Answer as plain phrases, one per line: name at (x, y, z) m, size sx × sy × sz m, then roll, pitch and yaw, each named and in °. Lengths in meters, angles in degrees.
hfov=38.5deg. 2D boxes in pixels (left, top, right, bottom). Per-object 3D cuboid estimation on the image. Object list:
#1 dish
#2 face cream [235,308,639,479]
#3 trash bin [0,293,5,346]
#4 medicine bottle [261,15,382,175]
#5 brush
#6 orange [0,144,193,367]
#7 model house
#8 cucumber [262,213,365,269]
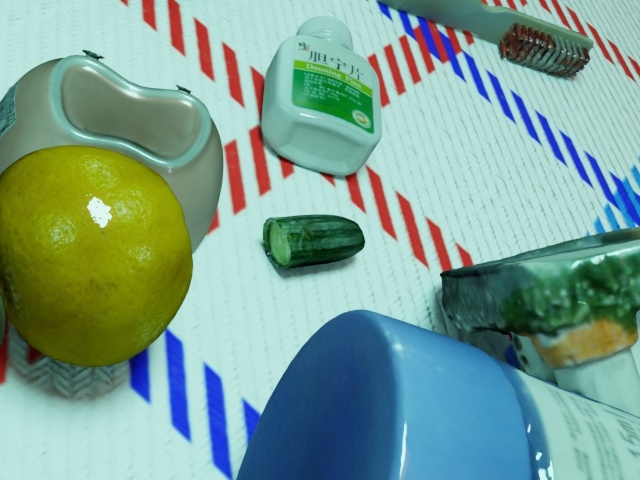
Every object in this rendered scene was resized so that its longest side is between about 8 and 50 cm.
dish at (-0.169, -0.082, 0.763) m, size 0.213 × 0.090 × 0.213 m, roll 17°, pitch 45°, yaw -18°
face cream at (0.080, 0.192, 0.557) m, size 0.225 × 0.249 × 0.249 m, roll 23°, pitch 43°, yaw -17°
trash bin at (-0.302, 0.003, 0.513) m, size 0.214 × 0.214 × 0.333 m, roll -3°, pitch 51°, yaw -35°
medicine bottle at (0.002, -0.157, 0.960) m, size 0.119 × 0.069 × 0.183 m, roll 17°, pitch 44°, yaw -16°
brush at (0.228, -0.283, 1.229) m, size 0.321 × 0.060 × 0.050 m, roll 13°, pitch 57°, yaw -23°
orange at (-0.159, 0.007, 0.638) m, size 0.136 × 0.159 × 0.159 m, roll -26°, pitch 68°, yaw -27°
model house at (0.245, 0.137, 0.769) m, size 0.190 × 0.271 × 0.300 m, roll -19°, pitch 89°, yaw -7°
cucumber at (0.000, 0.000, 0.827) m, size 0.105 × 0.048 × 0.048 m, roll -5°, pitch 55°, yaw -35°
